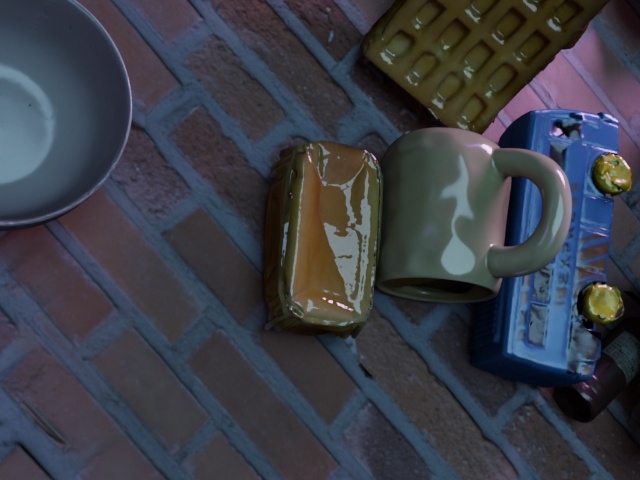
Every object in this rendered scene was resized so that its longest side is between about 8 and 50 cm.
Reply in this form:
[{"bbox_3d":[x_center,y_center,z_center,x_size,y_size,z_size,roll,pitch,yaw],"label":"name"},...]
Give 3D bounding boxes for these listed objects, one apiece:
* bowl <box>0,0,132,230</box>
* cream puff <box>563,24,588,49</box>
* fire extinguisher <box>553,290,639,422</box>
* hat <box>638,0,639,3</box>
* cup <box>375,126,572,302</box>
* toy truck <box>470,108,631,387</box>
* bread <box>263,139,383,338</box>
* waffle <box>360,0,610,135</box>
[{"bbox_3d":[-0.368,-0.143,1.140,0.287,0.144,0.287,5,77,-22],"label":"bowl"},{"bbox_3d":[0.305,-0.412,1.476,0.269,0.155,0.241,5,82,-28],"label":"cream puff"},{"bbox_3d":[0.425,0.155,1.446,0.231,0.071,0.099,-39,89,-24],"label":"fire extinguisher"},{"bbox_3d":[0.647,-0.417,1.630,0.336,0.209,0.238,-29,70,-8],"label":"hat"},{"bbox_3d":[0.177,-0.039,1.282,0.173,0.255,0.202,13,75,-25],"label":"cup"},{"bbox_3d":[0.317,0.004,1.388,0.162,0.161,0.385,13,75,-10],"label":"toy truck"},{"bbox_3d":[0.000,0.000,1.281,0.136,0.107,0.241,8,77,-20],"label":"bread"},{"bbox_3d":[0.232,-0.314,1.359,0.224,0.098,0.328,40,112,-7],"label":"waffle"}]
